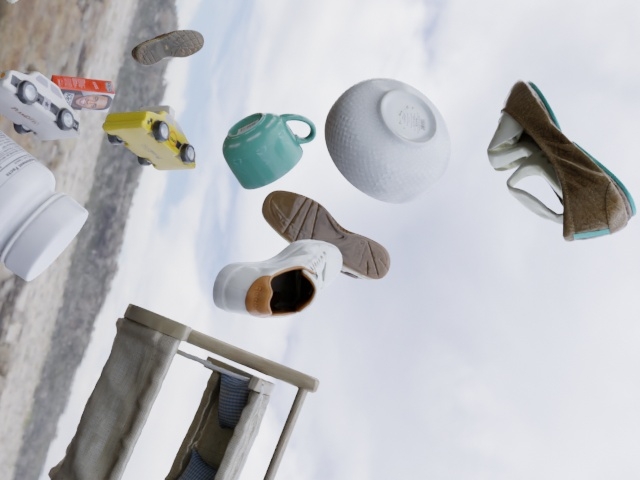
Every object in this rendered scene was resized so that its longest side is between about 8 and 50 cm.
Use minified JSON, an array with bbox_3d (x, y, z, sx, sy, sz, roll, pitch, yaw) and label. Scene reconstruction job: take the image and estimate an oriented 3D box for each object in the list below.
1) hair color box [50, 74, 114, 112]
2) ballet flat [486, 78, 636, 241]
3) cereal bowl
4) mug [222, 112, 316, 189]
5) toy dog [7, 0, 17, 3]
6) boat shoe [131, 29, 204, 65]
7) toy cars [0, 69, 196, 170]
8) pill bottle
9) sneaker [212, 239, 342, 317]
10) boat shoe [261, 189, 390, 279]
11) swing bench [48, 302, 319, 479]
[{"bbox_3d":[-0.567,-0.346,1.808,0.072,0.141,0.043,-49,-129,46],"label":"hair color box"},{"bbox_3d":[0.322,-0.118,1.126,0.124,0.116,0.342,-27,-134,6],"label":"ballet flat"},{"bbox_3d":[0.186,-0.270,1.896,0.141,0.338,0.339,131,-32,-54],"label":"cereal bowl"},{"bbox_3d":[-0.101,-0.176,1.366,0.129,0.097,0.158,5,-135,50],"label":"mug"},{"bbox_3d":[-0.401,-0.531,1.228,0.408,0.284,0.396,-178,-83,-69],"label":"toy dog"},{"bbox_3d":[-0.360,-0.458,1.795,0.060,0.178,0.064,30,-45,49],"label":"boat shoe"},{"bbox_3d":[-0.375,-0.211,1.267,0.176,0.393,0.087,-23,-122,57],"label":"toy cars"},{"bbox_3d":[-0.492,-0.080,1.106,0.160,0.283,0.160,-49,-174,7],"label":"pill bottle"},{"bbox_3d":[-0.029,0.071,1.200,0.123,0.290,0.106,13,-72,33],"label":"sneaker"},{"bbox_3d":[0.000,0.000,1.826,0.123,0.342,0.123,-28,-142,64],"label":"boat shoe"},{"bbox_3d":[-0.175,0.239,0.948,0.165,0.254,0.253,159,-46,-75],"label":"swing bench"}]
